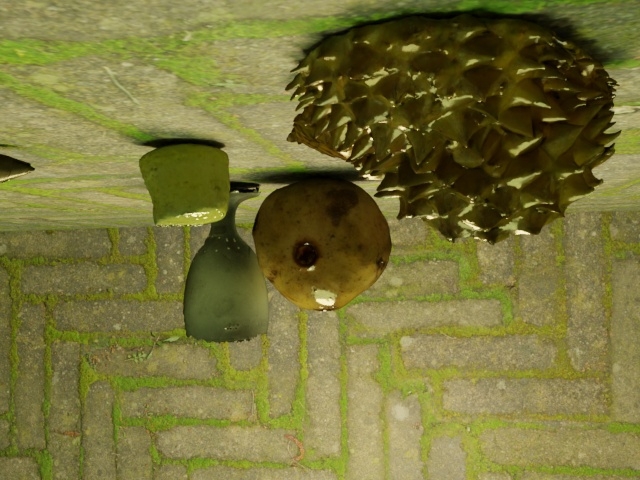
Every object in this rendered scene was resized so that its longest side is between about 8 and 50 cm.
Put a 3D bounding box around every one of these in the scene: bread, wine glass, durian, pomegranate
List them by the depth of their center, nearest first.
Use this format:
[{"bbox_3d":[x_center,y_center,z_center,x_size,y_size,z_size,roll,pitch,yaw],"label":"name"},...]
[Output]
[{"bbox_3d":[0.097,-0.113,0.533,0.305,0.185,0.195,7,156,12],"label":"durian"},{"bbox_3d":[-0.186,-0.082,0.930,0.129,0.114,0.111,-4,174,-45],"label":"bread"},{"bbox_3d":[0.000,0.000,1.316,0.282,0.280,0.281,-1,178,0],"label":"pomegranate"},{"bbox_3d":[-0.208,0.055,1.406,0.191,0.356,0.190,-3,180,0],"label":"wine glass"}]

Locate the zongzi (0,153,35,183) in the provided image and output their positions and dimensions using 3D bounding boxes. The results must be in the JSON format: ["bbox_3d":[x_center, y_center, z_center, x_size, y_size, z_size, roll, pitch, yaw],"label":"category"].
[{"bbox_3d":[-0.523,-0.097,0.914,0.160,0.078,0.176,5,-169,42],"label":"zongzi"}]
